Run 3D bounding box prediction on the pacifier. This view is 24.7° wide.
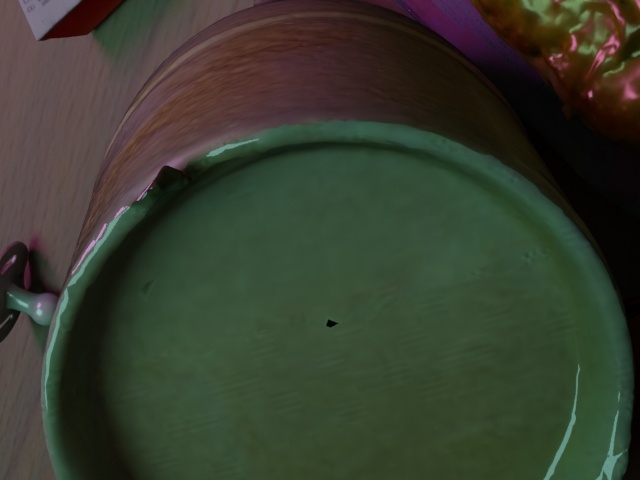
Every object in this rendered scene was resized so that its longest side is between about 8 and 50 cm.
[{"bbox_3d":[-0.258,0.054,1.246,0.078,0.081,0.099,19,126,9],"label":"pacifier"}]

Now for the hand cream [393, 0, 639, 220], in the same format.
[{"bbox_3d":[0.121,-0.093,0.778,0.079,0.050,0.275,-51,60,20],"label":"hand cream"}]

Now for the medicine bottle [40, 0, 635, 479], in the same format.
[{"bbox_3d":[0.000,0.000,0.747,0.406,0.236,0.235,-96,0,-70],"label":"medicine bottle"}]

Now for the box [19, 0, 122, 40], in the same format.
[{"bbox_3d":[-0.204,-0.269,1.043,0.123,0.050,0.229,-28,85,48],"label":"box"}]

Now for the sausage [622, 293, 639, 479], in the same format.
[{"bbox_3d":[0.189,0.090,0.699,0.280,0.152,0.152,-31,84,51],"label":"sausage"}]

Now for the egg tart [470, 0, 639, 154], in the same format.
[{"bbox_3d":[0.158,-0.163,0.617,0.295,0.116,0.294,37,146,31],"label":"egg tart"}]
